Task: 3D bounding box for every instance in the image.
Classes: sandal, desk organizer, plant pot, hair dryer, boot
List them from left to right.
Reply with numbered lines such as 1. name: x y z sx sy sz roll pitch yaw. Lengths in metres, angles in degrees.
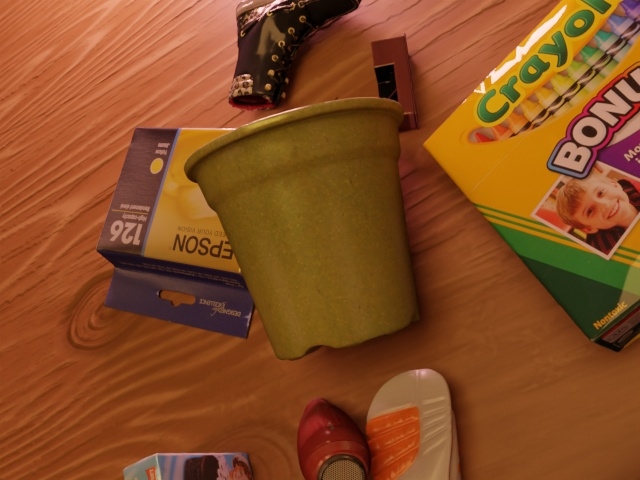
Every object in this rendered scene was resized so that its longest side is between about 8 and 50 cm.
1. boot: -0.045 -0.300 0.994 0.236 0.085 0.178 -1 76 35
2. plant pot: 0.000 0.000 0.774 0.276 0.276 0.254 -17 85 23
3. hair dryer: 0.011 0.303 0.723 0.080 0.223 0.293 1 46 -10
4. desk organizer: 0.104 -0.220 0.901 0.050 0.047 0.130 -8 70 10
5. sandal: 0.108 0.280 0.720 0.102 0.076 0.265 -10 58 22

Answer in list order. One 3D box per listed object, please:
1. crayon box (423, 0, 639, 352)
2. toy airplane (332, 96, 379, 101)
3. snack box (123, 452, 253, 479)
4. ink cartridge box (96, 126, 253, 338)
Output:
1. crayon box: 0.335 -0.121 0.668 0.363 0.106 0.313 -46 52 18
2. toy airplane: 0.034 -0.147 0.932 0.151 0.028 0.151 -9 69 25
3. snack box: -0.119 0.413 0.739 0.060 0.187 0.322 -27 63 18
4. ink cartridge box: -0.213 -0.027 1.005 0.303 0.072 0.307 7 75 30
